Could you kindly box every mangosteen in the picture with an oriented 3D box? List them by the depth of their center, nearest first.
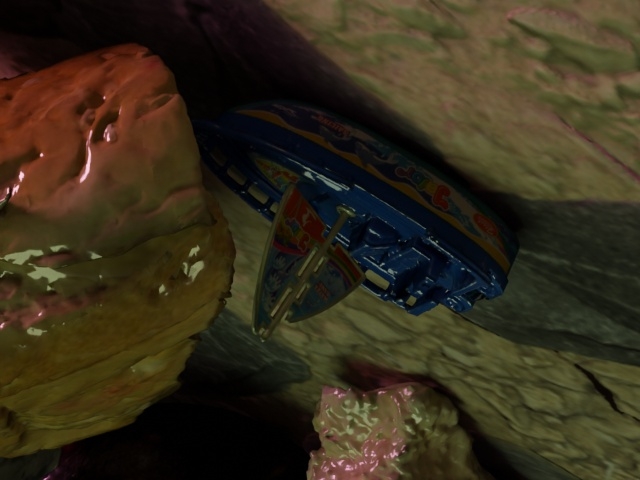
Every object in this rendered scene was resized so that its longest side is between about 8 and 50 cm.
[{"bbox_3d":[-0.110,0.269,1.232,0.297,0.293,0.297,4,128,5],"label":"mangosteen"}]

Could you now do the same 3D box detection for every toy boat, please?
[{"bbox_3d":[0.000,0.000,0.787,0.175,0.110,0.091,34,156,-11],"label":"toy boat"}]

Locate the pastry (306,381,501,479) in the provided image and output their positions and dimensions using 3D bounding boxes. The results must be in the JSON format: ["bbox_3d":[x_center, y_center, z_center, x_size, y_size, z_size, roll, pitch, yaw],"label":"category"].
[{"bbox_3d":[0.089,0.180,1.113,0.121,0.089,0.258,-10,142,37],"label":"pastry"}]

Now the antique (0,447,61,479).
[{"bbox_3d":[-0.219,0.078,1.093,0.088,0.183,0.086,15,-161,24],"label":"antique"}]

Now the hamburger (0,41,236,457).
[{"bbox_3d":[-0.176,0.017,0.833,0.209,0.162,0.330,-11,169,-20],"label":"hamburger"}]
